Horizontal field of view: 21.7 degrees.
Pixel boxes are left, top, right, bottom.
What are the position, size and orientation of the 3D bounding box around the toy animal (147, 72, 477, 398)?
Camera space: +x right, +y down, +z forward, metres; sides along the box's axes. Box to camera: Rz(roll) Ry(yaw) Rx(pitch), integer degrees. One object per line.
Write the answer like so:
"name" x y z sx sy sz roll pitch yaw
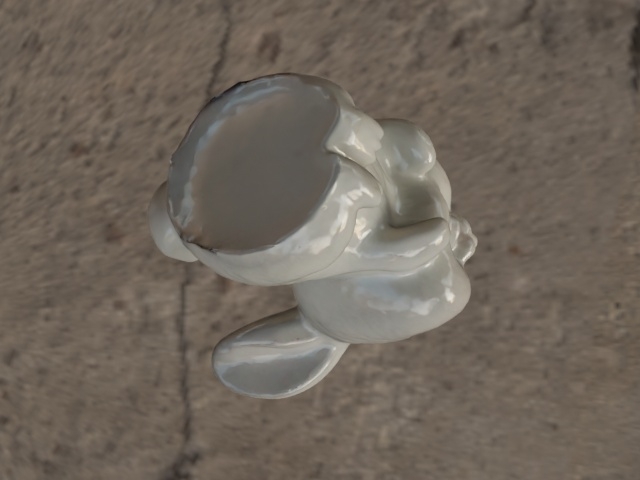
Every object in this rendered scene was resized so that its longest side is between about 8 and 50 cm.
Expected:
"toy animal" -0.008 -0.003 0.986 0.178 0.193 0.127 -16 60 15
